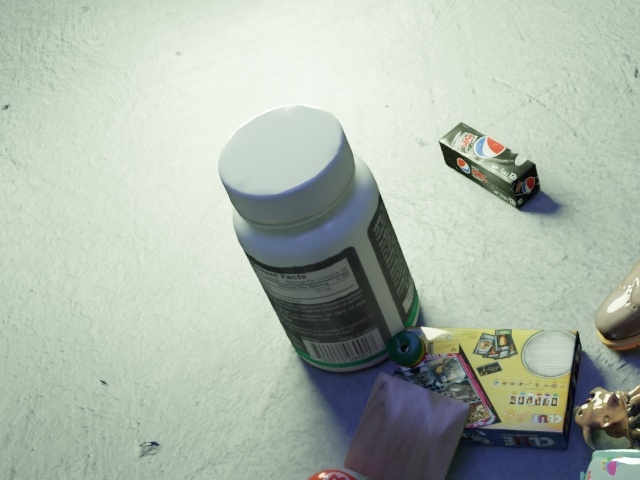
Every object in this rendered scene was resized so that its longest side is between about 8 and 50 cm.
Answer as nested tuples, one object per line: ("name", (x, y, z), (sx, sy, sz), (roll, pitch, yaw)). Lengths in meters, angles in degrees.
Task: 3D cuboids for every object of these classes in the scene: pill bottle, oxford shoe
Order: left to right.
("pill bottle", (0.000, 0.000, 1.766), (0.204, 0.361, 0.204), (-11, 46, 12))
("oxford shoe", (0.469, -0.009, 1.666), (0.364, 0.132, 0.130), (-49, 26, 18))

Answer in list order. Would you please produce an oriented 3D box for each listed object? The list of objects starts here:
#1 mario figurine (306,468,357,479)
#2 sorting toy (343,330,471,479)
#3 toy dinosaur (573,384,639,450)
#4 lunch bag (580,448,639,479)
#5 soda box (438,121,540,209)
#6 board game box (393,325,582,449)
("mario figurine", (-0.024, 0.408, 1.514), (0.170, 0.198, 0.320), (-14, 42, 43))
("sorting toy", (0.113, 0.263, 1.661), (0.132, 0.046, 0.275), (18, 83, 25))
("toy dinosaur", (0.441, 0.188, 1.526), (0.127, 0.295, 0.200), (45, 73, -1))
("lunch bag", (0.389, 0.351, 1.397), (0.262, 0.160, 0.223), (5, 66, 35))
("soda box", (0.259, -0.118, 1.984), (0.053, 0.060, 0.169), (-39, 47, -16))
("board game box", (0.217, 0.194, 1.725), (0.243, 0.042, 0.165), (0, 49, 22))
